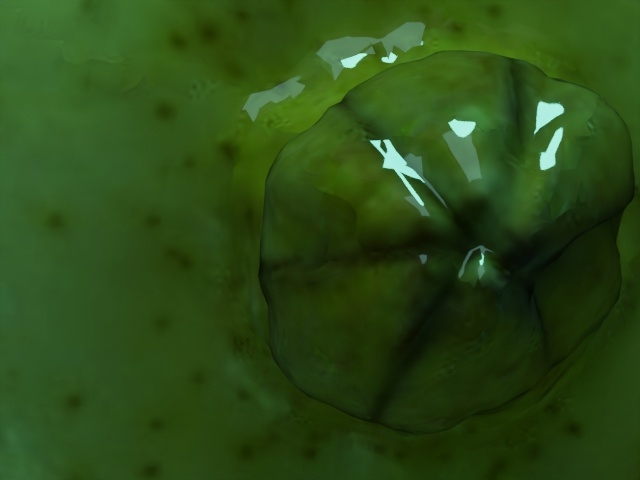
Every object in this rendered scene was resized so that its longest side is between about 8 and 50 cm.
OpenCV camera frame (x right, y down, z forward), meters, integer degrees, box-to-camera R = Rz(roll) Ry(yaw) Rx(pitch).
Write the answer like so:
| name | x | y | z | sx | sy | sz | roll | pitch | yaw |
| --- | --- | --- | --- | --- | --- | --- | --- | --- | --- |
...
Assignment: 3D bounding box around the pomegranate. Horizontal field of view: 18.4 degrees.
| name | x | y | z | sx | sy | sz | roll | pitch | yaw |
| --- | --- | --- | --- | --- | --- | --- | --- | --- | --- |
| pomegranate | 0.000 | 0.000 | 0.536 | 0.410 | 0.410 | 0.410 | -2 | 31 | 1 |
